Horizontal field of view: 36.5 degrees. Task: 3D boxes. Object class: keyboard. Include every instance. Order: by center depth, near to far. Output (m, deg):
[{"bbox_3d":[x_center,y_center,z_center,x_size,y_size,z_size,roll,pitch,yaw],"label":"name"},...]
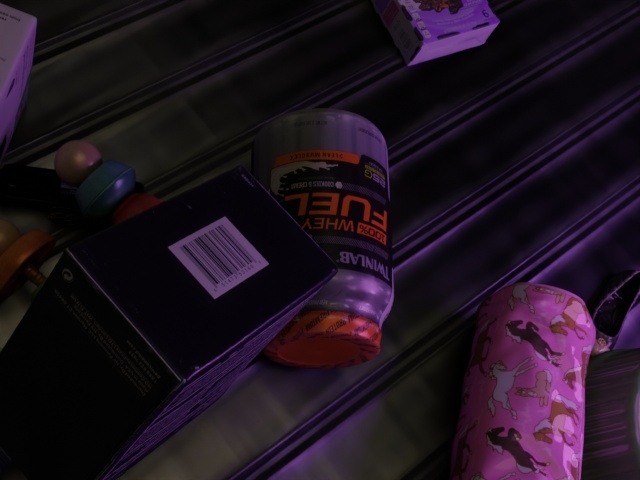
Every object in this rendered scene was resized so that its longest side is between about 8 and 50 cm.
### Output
[{"bbox_3d":[-0.335,-0.051,1.309,0.192,0.038,0.100,7,40,-15],"label":"keyboard"}]

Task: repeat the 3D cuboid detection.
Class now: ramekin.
[{"bbox_3d":[0.494,0.282,1.346,0.303,0.148,0.304,9,67,-21],"label":"ramekin"}]

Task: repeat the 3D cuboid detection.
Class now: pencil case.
[{"bbox_3d":[0.271,0.237,1.282,0.167,0.160,0.386,28,51,-19],"label":"pencil case"}]

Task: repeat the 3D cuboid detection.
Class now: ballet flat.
[{"bbox_3d":[0.446,0.109,1.488,0.057,0.049,0.173,34,60,0],"label":"ballet flat"}]

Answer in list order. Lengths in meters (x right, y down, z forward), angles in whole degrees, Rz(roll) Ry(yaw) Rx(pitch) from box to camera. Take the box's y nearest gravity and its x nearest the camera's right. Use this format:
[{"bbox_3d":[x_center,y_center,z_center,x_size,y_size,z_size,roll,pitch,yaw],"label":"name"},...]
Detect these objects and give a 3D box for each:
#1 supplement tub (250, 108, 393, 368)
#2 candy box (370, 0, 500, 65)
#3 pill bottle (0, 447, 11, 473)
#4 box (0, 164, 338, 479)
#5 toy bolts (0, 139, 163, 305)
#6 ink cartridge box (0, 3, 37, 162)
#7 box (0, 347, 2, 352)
[{"bbox_3d":[0.000,0.000,1.301,0.193,0.193,0.316,6,64,-16],"label":"supplement tub"},{"bbox_3d":[0.177,-0.407,1.626,0.164,0.070,0.196,-21,75,-26],"label":"candy box"},{"bbox_3d":[-0.385,0.235,1.128,0.067,0.067,0.120,35,59,-1],"label":"pill bottle"},{"bbox_3d":[-0.186,0.106,1.079,0.183,0.294,0.296,46,36,8],"label":"box"},{"bbox_3d":[-0.309,-0.023,1.180,0.158,0.218,0.228,44,67,-2],"label":"toy bolts"},{"bbox_3d":[-0.459,-0.128,1.193,0.121,0.211,0.289,19,62,-11],"label":"ink cartridge box"},{"bbox_3d":[-0.470,0.178,1.139,0.109,0.042,0.178,31,60,-2],"label":"box"}]
